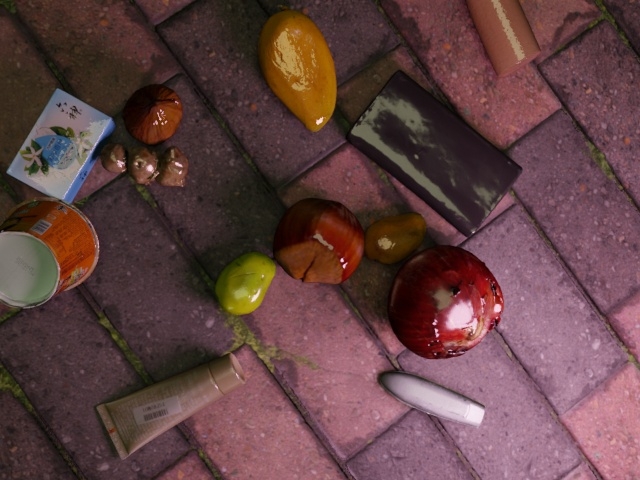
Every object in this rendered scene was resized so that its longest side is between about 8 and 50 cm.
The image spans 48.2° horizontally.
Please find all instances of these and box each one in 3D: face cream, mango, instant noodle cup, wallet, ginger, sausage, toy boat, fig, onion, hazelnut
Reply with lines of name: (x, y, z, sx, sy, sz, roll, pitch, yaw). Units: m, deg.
face cream: (-0.342, 0.372, 1.661, 0.341, 0.084, 0.137, -27, 87, 1)
mango: (-0.052, -0.417, 1.725, 0.176, 0.119, 0.317, -24, 94, -16)
instant noodle cup: (-0.623, 0.036, 1.562, 0.230, 0.182, 0.230, 0, 107, -1)
wallet: (0.282, -0.216, 1.777, 0.406, 0.062, 0.228, 39, 82, -3)
ginger: (-0.414, -0.182, 1.682, 0.204, 0.080, 0.104, 6, 118, -5)
mango: (-0.181, 0.099, 1.694, 0.117, 0.089, 0.163, 25, 72, 3)
sausage: (0.448, -0.549, 1.789, 0.123, 0.123, 0.253, -25, 88, -8)
mango: (0.182, -0.002, 1.739, 0.164, 0.089, 0.115, -12, 78, -10)
toy boat: (0.268, 0.379, 1.730, 0.260, 0.085, 0.078, 20, 83, 6)
fig: (-0.384, -0.294, 1.640, 0.133, 0.201, 0.146, 16, 90, -14)
onion: (0.285, 0.144, 1.667, 0.276, 0.276, 0.276, 0, 86, -6)
hazelnut: (-0.001, 0.002, 1.685, 0.212, 0.181, 0.181, 25, 112, -3)

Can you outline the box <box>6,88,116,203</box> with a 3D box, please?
box: (-0.600, -0.215, 1.666, 0.142, 0.083, 0.232, 29, 85, -3)
